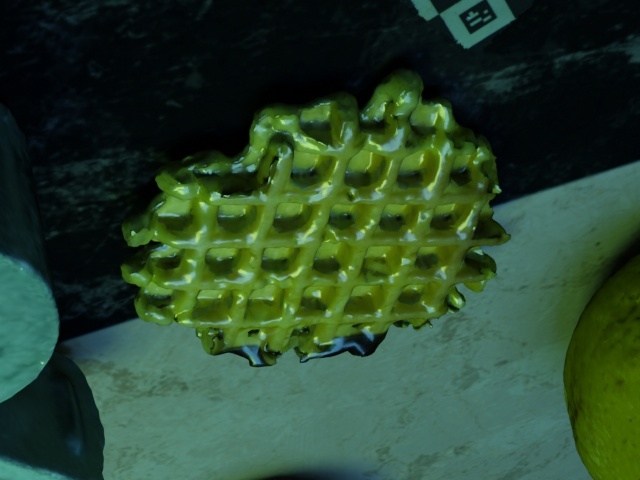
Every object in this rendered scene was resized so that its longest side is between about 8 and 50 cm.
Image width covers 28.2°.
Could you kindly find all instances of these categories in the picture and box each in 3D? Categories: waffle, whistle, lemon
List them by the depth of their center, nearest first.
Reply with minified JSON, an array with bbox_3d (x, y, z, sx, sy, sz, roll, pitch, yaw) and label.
[{"bbox_3d":[-0.272,0.055,0.884,0.188,0.168,0.404,-14,139,-9],"label":"whistle"},{"bbox_3d":[0.001,0.002,1.024,0.312,0.060,0.307,-23,137,3],"label":"waffle"},{"bbox_3d":[0.350,0.134,1.162,0.258,0.258,0.310,0,132,-23],"label":"lemon"}]

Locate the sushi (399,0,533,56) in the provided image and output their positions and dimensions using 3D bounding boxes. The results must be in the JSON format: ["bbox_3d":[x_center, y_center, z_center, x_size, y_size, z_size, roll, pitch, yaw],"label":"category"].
[{"bbox_3d":[0.134,-0.263,0.801,0.279,0.043,0.193,-42,135,23],"label":"sushi"}]
